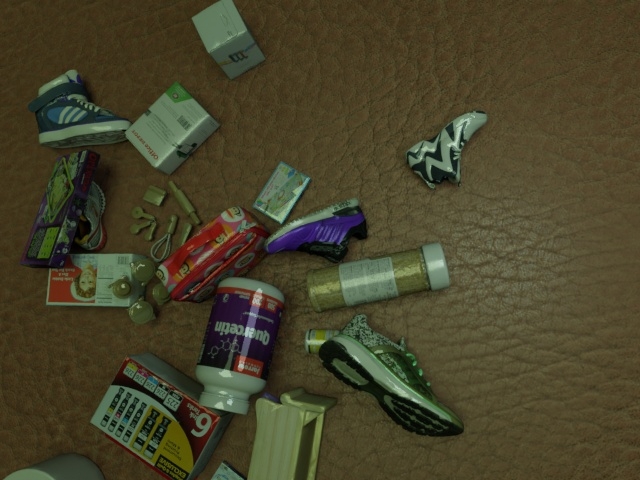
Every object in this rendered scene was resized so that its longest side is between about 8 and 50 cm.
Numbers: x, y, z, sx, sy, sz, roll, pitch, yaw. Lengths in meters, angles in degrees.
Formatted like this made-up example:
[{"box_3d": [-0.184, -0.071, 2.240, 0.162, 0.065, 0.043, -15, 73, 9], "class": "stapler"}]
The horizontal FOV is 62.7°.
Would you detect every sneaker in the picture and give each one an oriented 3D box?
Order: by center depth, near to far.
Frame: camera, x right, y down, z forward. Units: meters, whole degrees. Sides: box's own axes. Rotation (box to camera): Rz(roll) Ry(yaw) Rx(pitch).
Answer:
[{"box_3d": [0.204, 0.326, 1.306, 0.410, 0.158, 0.182, 38, 54, -3], "class": "sneaker"}, {"box_3d": [0.001, 0.000, 1.377, 0.294, 0.102, 0.146, -23, 89, -18], "class": "sneaker"}, {"box_3d": [0.358, -0.224, 1.382, 0.235, 0.094, 0.153, -30, 79, 5], "class": "sneaker"}, {"box_3d": [-0.694, -0.084, 1.558, 0.088, 0.093, 0.225, -15, 78, 9], "class": "sneaker"}, {"box_3d": [-0.719, -0.415, 1.591, 0.323, 0.130, 0.236, -4, 85, 15], "class": "sneaker"}]

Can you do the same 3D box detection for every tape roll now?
[{"box_3d": [-0.726, 0.716, 1.408, 0.246, 0.169, 0.246, -1, 82, 10], "class": "tape roll"}]

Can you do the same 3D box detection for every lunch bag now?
[{"box_3d": [-0.278, 0.037, 1.377, 0.293, 0.258, 0.120, -40, 74, 4], "class": "lunch bag"}]

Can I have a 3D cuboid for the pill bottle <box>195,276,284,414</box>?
[{"box_3d": [-0.208, 0.267, 1.340, 0.182, 0.181, 0.322, 7, 70, 12], "class": "pill bottle"}]

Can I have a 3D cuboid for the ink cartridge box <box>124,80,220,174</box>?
[{"box_3d": [-0.435, -0.327, 1.544, 0.219, 0.092, 0.160, -44, 76, 2], "class": "ink cartridge box"}]

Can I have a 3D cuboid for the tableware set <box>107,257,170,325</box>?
[{"box_3d": [-0.495, 0.141, 1.461, 0.141, 0.020, 0.168, -40, 106, -29], "class": "tableware set"}]

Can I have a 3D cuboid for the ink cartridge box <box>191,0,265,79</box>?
[{"box_3d": [-0.260, -0.577, 1.506, 0.127, 0.176, 0.128, -28, 78, 5], "class": "ink cartridge box"}]

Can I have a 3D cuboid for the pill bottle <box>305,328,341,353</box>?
[{"box_3d": [0.022, 0.267, 1.387, 0.117, 0.065, 0.065, 0, 82, 11], "class": "pill bottle"}]

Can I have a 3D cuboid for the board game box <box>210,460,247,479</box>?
[{"box_3d": [-0.250, 0.655, 1.404, 0.090, 0.020, 0.090, 33, 88, 13], "class": "board game box"}]

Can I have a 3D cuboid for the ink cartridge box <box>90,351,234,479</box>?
[{"box_3d": [-0.432, 0.498, 1.405, 0.310, 0.130, 0.271, 28, 89, 13], "class": "ink cartridge box"}]

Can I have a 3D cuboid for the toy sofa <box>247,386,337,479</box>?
[{"box_3d": [-0.080, 0.561, 1.320, 0.177, 0.150, 0.362, 7, 83, 16], "class": "toy sofa"}]

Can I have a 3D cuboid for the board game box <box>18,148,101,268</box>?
[{"box_3d": [-0.755, -0.089, 1.521, 0.208, 0.056, 0.346, 1, 72, 36], "class": "board game box"}]

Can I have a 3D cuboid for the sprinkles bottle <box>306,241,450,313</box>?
[{"box_3d": [0.147, 0.098, 1.359, 0.356, 0.121, 0.121, -13, 80, 9], "class": "sprinkles bottle"}]

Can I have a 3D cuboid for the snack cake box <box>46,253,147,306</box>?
[{"box_3d": [-0.646, 0.116, 1.522, 0.265, 0.089, 0.152, 0, 84, 11], "class": "snack cake box"}]

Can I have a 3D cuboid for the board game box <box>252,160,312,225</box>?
[{"box_3d": [-0.108, -0.134, 1.489, 0.103, 0.026, 0.154, 32, 89, 13], "class": "board game box"}]

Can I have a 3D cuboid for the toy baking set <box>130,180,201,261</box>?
[{"box_3d": [-0.448, -0.046, 1.542, 0.197, 0.030, 0.256, -43, 76, 5], "class": "toy baking set"}]
